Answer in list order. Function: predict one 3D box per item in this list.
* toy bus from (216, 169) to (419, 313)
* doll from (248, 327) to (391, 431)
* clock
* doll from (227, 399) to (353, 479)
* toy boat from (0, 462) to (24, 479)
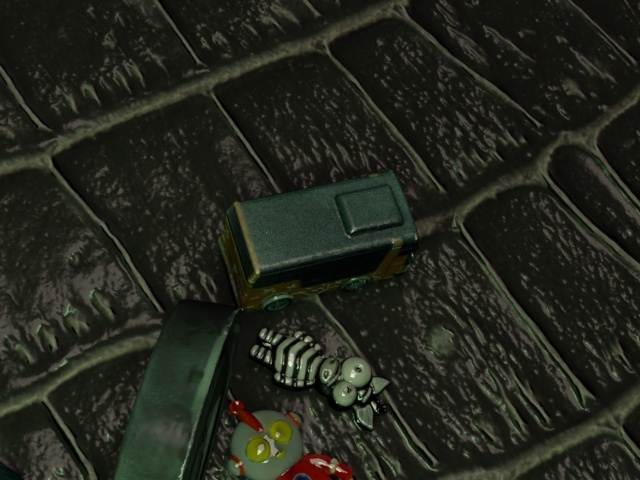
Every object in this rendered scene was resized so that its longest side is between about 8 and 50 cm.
[{"bbox_3d":[0.000,0.000,1.576,0.275,0.167,0.138,-12,67,-17],"label":"toy bus"},{"bbox_3d":[0.002,0.193,1.540,0.219,0.067,0.091,26,59,0],"label":"doll"},{"bbox_3d":[-0.179,0.257,1.301,0.076,0.386,0.386,15,63,2],"label":"clock"},{"bbox_3d":[-0.045,0.317,1.469,0.142,0.076,0.245,-34,79,-24],"label":"doll"},{"bbox_3d":[-0.476,0.319,1.382,0.246,0.103,0.093,21,48,-16],"label":"toy boat"}]
